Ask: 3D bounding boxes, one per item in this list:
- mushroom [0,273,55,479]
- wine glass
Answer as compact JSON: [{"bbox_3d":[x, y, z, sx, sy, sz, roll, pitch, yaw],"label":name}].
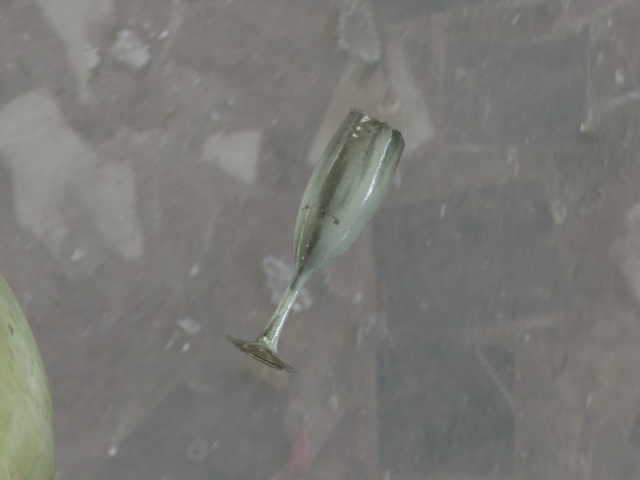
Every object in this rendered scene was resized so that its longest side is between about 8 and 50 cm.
[{"bbox_3d":[-0.297,0.101,0.822,0.352,0.352,0.260,5,118,8],"label":"mushroom"},{"bbox_3d":[0.000,0.000,1.333,0.066,0.066,0.198,27,79,1],"label":"wine glass"}]
